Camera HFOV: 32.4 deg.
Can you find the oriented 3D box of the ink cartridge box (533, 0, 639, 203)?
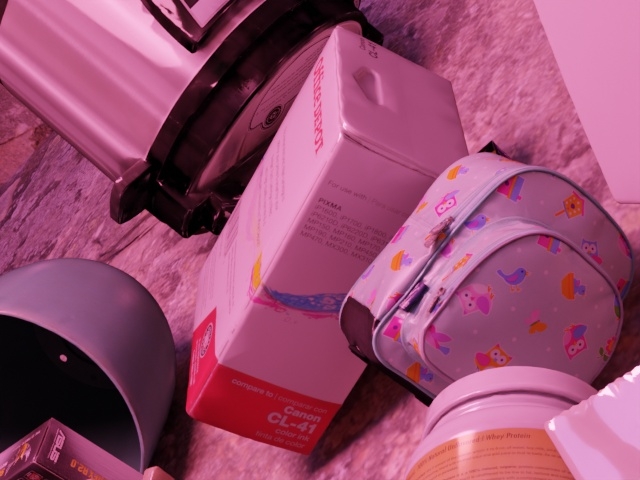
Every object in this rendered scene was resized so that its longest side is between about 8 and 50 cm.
[{"bbox_3d":[0.295,-0.148,0.645,0.198,0.197,0.270,-32,17,-22],"label":"ink cartridge box"}]

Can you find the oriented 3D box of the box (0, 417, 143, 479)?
[{"bbox_3d":[-0.272,0.290,1.125,0.231,0.183,0.056,-34,28,34],"label":"box"}]

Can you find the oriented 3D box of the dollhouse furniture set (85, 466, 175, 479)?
[{"bbox_3d":[-0.213,0.334,0.955,0.374,0.201,0.152,-20,38,40],"label":"dollhouse furniture set"}]

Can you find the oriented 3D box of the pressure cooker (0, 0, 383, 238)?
[{"bbox_3d":[-0.141,-0.217,1.345,0.370,0.420,0.375,-52,-10,14],"label":"pressure cooker"}]

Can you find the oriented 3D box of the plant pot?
[{"bbox_3d":[-0.297,0.155,1.258,0.293,0.293,0.235,-39,10,26],"label":"plant pot"}]

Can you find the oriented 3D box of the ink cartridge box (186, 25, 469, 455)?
[{"bbox_3d":[0.000,0.000,0.979,0.306,0.131,0.226,-58,18,28],"label":"ink cartridge box"}]

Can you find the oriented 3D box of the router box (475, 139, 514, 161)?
[{"bbox_3d":[0.113,0.009,1.003,0.179,0.046,0.133,-41,26,24],"label":"router box"}]

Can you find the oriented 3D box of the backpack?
[{"bbox_3d":[0.130,0.036,0.785,0.188,0.166,0.144,-56,20,-9],"label":"backpack"}]

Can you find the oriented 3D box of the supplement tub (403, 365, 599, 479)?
[{"bbox_3d":[0.116,0.186,0.629,0.144,0.144,0.200,-35,29,33],"label":"supplement tub"}]

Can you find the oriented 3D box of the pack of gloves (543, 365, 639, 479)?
[{"bbox_3d":[0.227,0.126,0.499,0.195,0.046,0.232,-35,53,15],"label":"pack of gloves"}]
